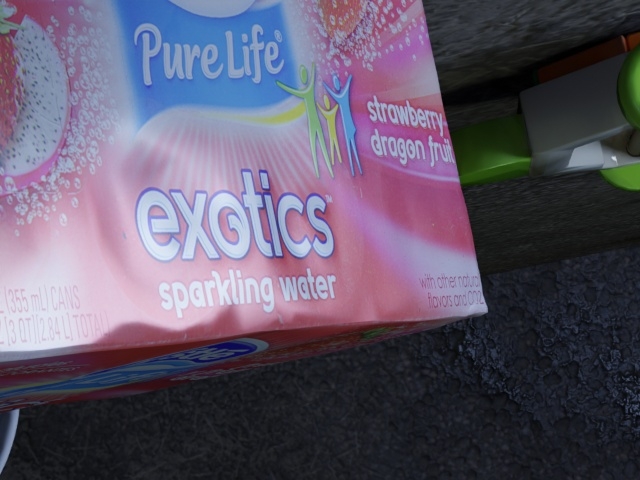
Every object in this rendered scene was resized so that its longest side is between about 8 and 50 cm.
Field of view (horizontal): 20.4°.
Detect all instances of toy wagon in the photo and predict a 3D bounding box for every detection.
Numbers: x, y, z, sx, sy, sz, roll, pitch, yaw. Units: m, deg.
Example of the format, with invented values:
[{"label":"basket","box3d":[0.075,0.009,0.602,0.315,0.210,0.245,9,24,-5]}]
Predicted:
[{"label":"toy wagon","box3d":[0.211,-0.080,1.043,0.344,0.068,0.267,-11,174,4]}]

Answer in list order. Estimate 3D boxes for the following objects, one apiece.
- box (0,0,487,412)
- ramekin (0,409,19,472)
[{"label":"box","box3d":[-0.088,-0.031,0.510,0.142,0.154,0.300,-15,172,29]},{"label":"ramekin","box3d":[-0.298,0.092,1.075,0.207,0.207,0.109,-9,-177,-27]}]
